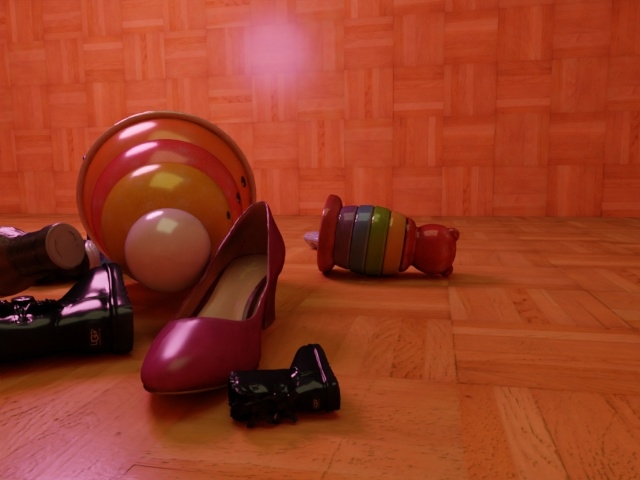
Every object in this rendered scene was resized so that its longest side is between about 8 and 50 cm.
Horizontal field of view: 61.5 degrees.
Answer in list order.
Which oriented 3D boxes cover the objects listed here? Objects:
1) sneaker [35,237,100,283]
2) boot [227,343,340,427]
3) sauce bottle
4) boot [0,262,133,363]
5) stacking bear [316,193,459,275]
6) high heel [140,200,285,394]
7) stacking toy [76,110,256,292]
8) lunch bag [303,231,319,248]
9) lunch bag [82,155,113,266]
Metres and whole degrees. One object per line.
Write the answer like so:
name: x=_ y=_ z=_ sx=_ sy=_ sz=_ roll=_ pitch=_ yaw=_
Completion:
sneaker: x=-0.609 y=0.031 z=1.172 sx=0.269 sy=0.101 sz=0.153 roll=9 pitch=9 yaw=39
boot: x=-0.041 y=0.136 z=0.524 sx=0.099 sy=0.045 sz=0.121 roll=-2 pitch=11 yaw=-12
sauce bottle: x=-0.516 y=0.038 z=0.828 sx=0.344 sy=0.111 sz=0.111 roll=-12 pitch=2 yaw=24
boot: x=-0.367 y=0.090 z=0.706 sx=0.207 sy=0.094 sz=0.246 roll=0 pitch=12 yaw=-26
stacking bear: x=0.147 y=0.005 z=1.161 sx=0.289 sy=0.175 sz=0.164 roll=8 pitch=6 yaw=7
high heel: x=-0.123 y=0.050 z=0.661 sx=0.127 sy=0.181 sz=0.377 roll=0 pitch=7 yaw=4
stacking toy: x=-0.256 y=-0.023 z=0.913 sx=0.351 sy=0.350 sz=0.480 roll=-2 pitch=19 yaw=-14
lunch bag: x=0.000 y=0.000 z=1.586 sx=0.083 sy=0.053 sz=0.071 roll=6 pitch=3 yaw=-44
lunch bag: x=-0.437 y=-0.079 z=1.278 sx=0.221 sy=0.293 sz=0.138 roll=-4 pitch=8 yaw=-29
